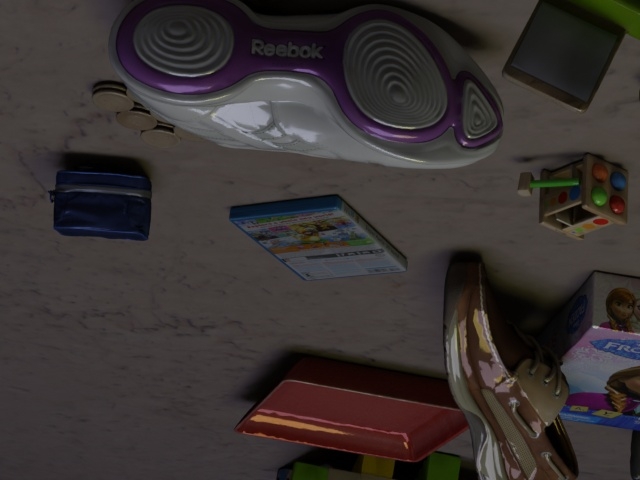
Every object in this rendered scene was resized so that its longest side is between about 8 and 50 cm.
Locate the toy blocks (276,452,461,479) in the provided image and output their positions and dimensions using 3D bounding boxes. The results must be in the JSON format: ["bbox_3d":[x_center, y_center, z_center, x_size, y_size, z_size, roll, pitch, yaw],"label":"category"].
[{"bbox_3d":[0.096,0.404,2.499,0.381,0.191,0.261,13,168,-16],"label":"toy blocks"}]

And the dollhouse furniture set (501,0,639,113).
[{"bbox_3d":[0.222,-0.163,1.002,0.197,0.151,0.301,27,160,5],"label":"dollhouse furniture set"}]

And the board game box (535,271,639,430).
[{"bbox_3d":[0.402,0.140,1.882,0.318,0.066,0.318,9,157,-6],"label":"board game box"}]

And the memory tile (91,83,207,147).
[{"bbox_3d":[-0.112,-0.115,1.459,0.148,0.012,0.113,-7,154,30],"label":"memory tile"}]

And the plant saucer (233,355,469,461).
[{"bbox_3d":[0.045,0.211,2.166,0.259,0.048,0.258,11,157,-14],"label":"plant saucer"}]

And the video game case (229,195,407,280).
[{"bbox_3d":[0.000,0.000,1.707,0.119,0.015,0.166,-5,155,26],"label":"video game case"}]

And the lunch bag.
[{"bbox_3d":[-0.206,-0.037,1.602,0.098,0.065,0.067,5,173,0],"label":"lunch bag"}]

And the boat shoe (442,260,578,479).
[{"bbox_3d":[0.203,0.145,1.803,0.116,0.123,0.324,-9,131,14],"label":"boat shoe"}]

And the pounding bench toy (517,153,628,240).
[{"bbox_3d":[0.222,-0.043,1.501,0.083,0.052,0.065,21,153,-32],"label":"pounding bench toy"}]

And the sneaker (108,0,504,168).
[{"bbox_3d":[-0.009,-0.121,1.327,0.305,0.114,0.152,13,168,-3],"label":"sneaker"}]

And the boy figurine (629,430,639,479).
[{"bbox_3d":[0.535,0.263,2.123,0.285,0.092,0.177,-7,152,35],"label":"boy figurine"}]
